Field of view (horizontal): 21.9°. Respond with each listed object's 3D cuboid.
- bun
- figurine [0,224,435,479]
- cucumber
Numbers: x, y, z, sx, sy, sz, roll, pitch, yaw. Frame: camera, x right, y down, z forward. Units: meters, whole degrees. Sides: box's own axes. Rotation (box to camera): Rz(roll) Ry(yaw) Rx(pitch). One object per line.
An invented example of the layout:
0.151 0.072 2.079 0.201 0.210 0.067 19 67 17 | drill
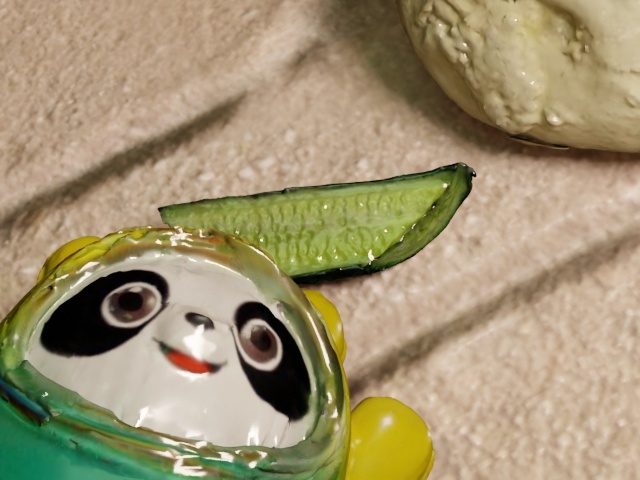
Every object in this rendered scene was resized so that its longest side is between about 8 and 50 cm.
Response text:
0.195 -0.234 1.108 0.359 0.211 0.360 -6 57 10 | bun
-0.100 0.148 0.944 0.323 0.231 0.340 17 51 -3 | figurine
0.000 0.000 1.110 0.220 0.046 0.070 -9 58 11 | cucumber
